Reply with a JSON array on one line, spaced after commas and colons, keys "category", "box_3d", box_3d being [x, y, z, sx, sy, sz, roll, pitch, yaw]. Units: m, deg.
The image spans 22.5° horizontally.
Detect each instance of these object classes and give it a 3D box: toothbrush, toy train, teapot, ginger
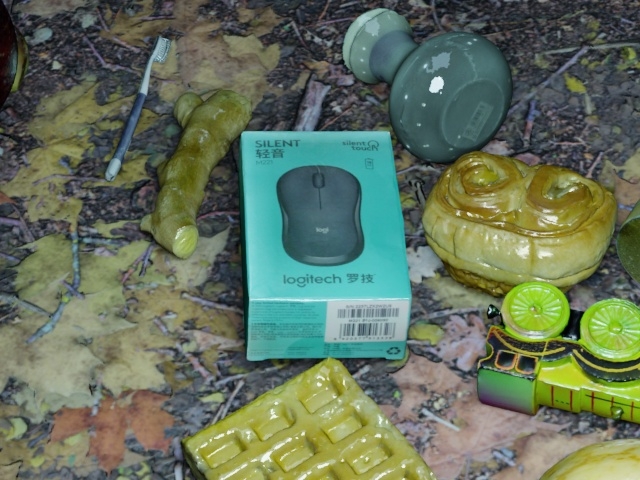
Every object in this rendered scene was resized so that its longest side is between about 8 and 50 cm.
[{"category": "toothbrush", "box_3d": [-0.260, -0.190, 2.301, 0.026, 0.024, 0.288, 15, 50, 0]}, {"category": "toy train", "box_3d": [0.331, 0.146, 1.894, 0.296, 0.100, 0.160, 10, 57, 16]}, {"category": "teapot", "box_3d": [0.138, -0.224, 2.197, 0.183, 0.183, 0.251, -27, 40, -16]}, {"category": "ginger", "box_3d": [-0.170, -0.098, 2.182, 0.118, 0.065, 0.298, -5, 46, 20]}]

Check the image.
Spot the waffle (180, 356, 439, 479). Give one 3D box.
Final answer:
[{"category": "waffle", "box_3d": [-0.010, 0.270, 1.854, 0.221, 0.055, 0.248, -28, 51, -17]}]

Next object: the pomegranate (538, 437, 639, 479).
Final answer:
[{"category": "pomegranate", "box_3d": [0.314, 0.357, 1.580, 0.343, 0.342, 0.342, -3, 49, 4]}]

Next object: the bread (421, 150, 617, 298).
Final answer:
[{"category": "bread", "box_3d": [0.247, -0.018, 2.021, 0.236, 0.120, 0.198, 15, 45, 20]}]

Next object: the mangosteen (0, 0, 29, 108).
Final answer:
[{"category": "mangosteen", "box_3d": [-0.568, -0.259, 2.231, 0.330, 0.330, 0.330, -3, 49, 4]}]

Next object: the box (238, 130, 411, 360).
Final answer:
[{"category": "box", "box_3d": [0.000, 0.000, 2.019, 0.205, 0.118, 0.311, 2, 45, -6]}]

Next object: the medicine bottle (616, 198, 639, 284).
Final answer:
[{"category": "medicine bottle", "box_3d": [0.510, -0.079, 2.030, 0.151, 0.151, 0.322, 23, 55, 24]}]
